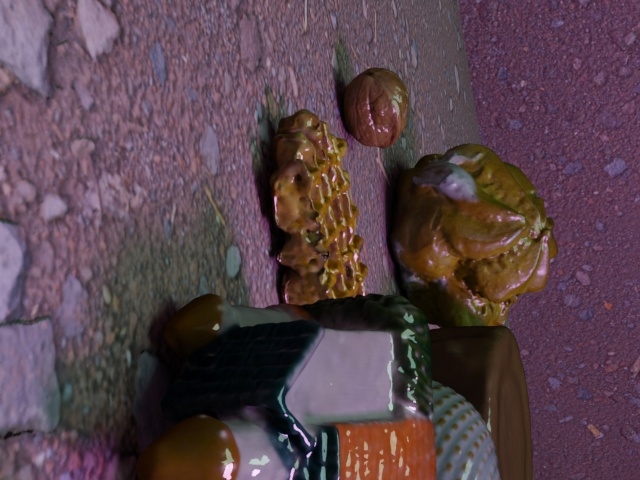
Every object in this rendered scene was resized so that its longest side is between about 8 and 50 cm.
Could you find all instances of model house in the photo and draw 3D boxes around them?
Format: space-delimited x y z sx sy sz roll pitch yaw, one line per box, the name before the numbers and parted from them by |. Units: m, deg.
model house | -0.053 0.164 0.645 0.301 0.190 0.271 18 70 -53

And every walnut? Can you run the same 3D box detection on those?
walnut | 0.084 -0.195 1.225 0.105 0.105 0.124 -67 147 -56

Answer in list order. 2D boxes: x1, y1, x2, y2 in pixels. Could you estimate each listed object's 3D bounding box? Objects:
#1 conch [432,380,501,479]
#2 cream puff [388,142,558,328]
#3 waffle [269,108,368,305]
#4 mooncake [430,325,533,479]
conch | 0.104 0.322 0.910 0.319 0.215 0.302 -123 -152 -58
cream puff | 0.286 0.000 1.497 0.378 0.276 0.378 -8 90 -74
waffle | -0.001 0.001 0.967 0.283 0.065 0.309 59 27 -56
mooncake | 0.216 0.322 1.321 0.378 0.201 0.378 -5 90 -67
